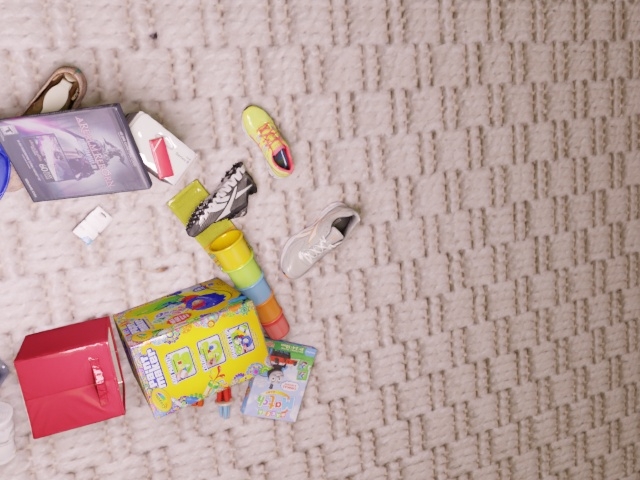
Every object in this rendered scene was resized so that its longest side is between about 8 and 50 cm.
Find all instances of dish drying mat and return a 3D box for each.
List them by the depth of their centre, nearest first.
[{"bbox_3d":[-0.333,-0.172,1.310,0.032,0.008,0.083,-18,106,-20],"label":"dish drying mat"}]

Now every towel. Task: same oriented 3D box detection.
[{"bbox_3d":[-0.277,-0.034,1.585,0.102,0.021,0.237,-42,112,-15],"label":"towel"}]

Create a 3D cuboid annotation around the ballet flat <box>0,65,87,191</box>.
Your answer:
[{"bbox_3d":[-0.613,-0.245,1.349,0.107,0.106,0.316,30,85,-26],"label":"ballet flat"}]

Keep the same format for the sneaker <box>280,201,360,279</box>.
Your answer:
[{"bbox_3d":[0.000,0.000,1.665,0.099,0.121,0.262,46,78,-23],"label":"sneaker"}]

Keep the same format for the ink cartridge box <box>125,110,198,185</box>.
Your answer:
[{"bbox_3d":[-0.380,-0.208,1.405,0.154,0.212,0.093,38,81,-25],"label":"ink cartridge box"}]

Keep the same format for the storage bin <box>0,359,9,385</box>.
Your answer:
[{"bbox_3d":[-0.771,0.281,1.367,0.091,0.098,0.135,-33,113,12],"label":"storage bin"}]

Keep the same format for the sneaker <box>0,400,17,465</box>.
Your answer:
[{"bbox_3d":[-0.809,0.424,1.351,0.292,0.108,0.169,7,123,-3],"label":"sneaker"}]

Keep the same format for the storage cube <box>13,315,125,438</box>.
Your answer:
[{"bbox_3d":[-0.553,0.300,1.403,0.193,0.215,0.184,-12,103,-16],"label":"storage cube"}]

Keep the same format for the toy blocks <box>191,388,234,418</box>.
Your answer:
[{"bbox_3d":[-0.285,0.398,1.625,0.123,0.054,0.148,-5,100,-25],"label":"toy blocks"}]

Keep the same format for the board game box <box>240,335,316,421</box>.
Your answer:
[{"bbox_3d":[-0.114,0.381,1.712,0.160,0.039,0.212,16,91,-27],"label":"board game box"}]

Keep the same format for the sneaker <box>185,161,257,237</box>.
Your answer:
[{"bbox_3d":[-0.233,-0.082,1.545,0.106,0.078,0.234,47,61,-22],"label":"sneaker"}]

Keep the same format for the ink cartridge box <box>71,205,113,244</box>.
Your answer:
[{"bbox_3d":[-0.531,-0.037,1.460,0.083,0.028,0.048,-48,114,-12],"label":"ink cartridge box"}]

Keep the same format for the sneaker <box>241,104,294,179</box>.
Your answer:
[{"bbox_3d":[-0.123,-0.251,1.586,0.081,0.094,0.209,-38,110,-14],"label":"sneaker"}]

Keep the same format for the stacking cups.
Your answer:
[{"bbox_3d":[-0.170,0.127,1.603,0.096,0.096,0.316,-35,116,-17],"label":"stacking cups"}]

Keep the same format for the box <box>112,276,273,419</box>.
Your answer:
[{"bbox_3d":[-0.305,0.236,1.461,0.279,0.290,0.177,-21,106,-22],"label":"box"}]

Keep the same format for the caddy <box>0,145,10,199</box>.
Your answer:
[{"bbox_3d":[-0.797,-0.118,1.245,0.341,0.179,0.241,-42,90,-10],"label":"caddy"}]

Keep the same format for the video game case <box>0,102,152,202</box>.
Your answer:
[{"bbox_3d":[-0.508,-0.176,1.289,0.273,0.026,0.196,-5,129,10],"label":"video game case"}]
